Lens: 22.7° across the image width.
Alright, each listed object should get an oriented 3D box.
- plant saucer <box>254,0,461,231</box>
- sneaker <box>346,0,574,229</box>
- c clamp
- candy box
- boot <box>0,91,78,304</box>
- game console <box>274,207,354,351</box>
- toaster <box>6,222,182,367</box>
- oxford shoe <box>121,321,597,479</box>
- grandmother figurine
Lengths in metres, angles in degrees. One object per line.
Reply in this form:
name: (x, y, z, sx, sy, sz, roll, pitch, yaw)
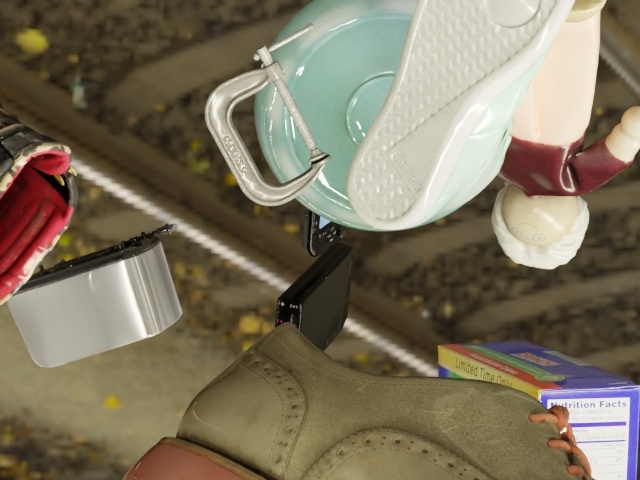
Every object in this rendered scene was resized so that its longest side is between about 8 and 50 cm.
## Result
plant saucer: (0.080, -0.152, 1.899, 0.317, 0.044, 0.318, -1, 112, -2)
sneaker: (0.118, -0.128, 1.163, 0.094, 0.256, 0.151, 37, -162, 15)
c clamp: (-0.042, -0.119, 1.607, 0.137, 0.161, 0.022, -22, -165, 1)
candy box: (0.221, 0.282, 1.685, 0.122, 0.317, 0.268, 0, -175, -17)
boot: (-0.325, -0.143, 1.463, 0.138, 0.284, 0.377, 11, 115, -54)
game console: (0.000, 0.000, 2.211, 0.044, 0.213, 0.361, 12, 115, 17)
toaster: (-0.251, 0.064, 1.835, 0.185, 0.110, 0.168, -18, -175, 6)
oxford shoe: (0.081, 0.117, 0.625, 0.348, 0.130, 0.123, 21, 153, 30)
grandmother figurine: (0.186, -0.104, 1.396, 0.207, 0.104, 0.342, 27, 148, 30)
